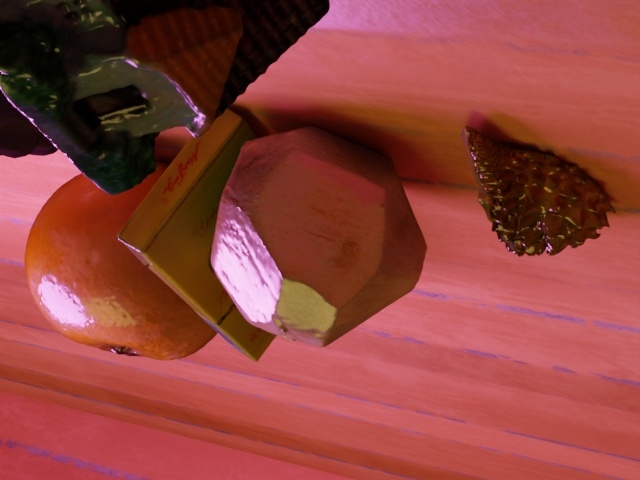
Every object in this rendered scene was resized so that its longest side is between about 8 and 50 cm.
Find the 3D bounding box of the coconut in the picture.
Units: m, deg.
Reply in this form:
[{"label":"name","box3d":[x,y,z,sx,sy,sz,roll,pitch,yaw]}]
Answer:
[{"label":"coconut","box3d":[0.000,0.000,2.093,0.237,0.237,0.197,21,168,3]}]

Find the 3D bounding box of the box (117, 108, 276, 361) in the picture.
[{"label":"box","box3d":[-0.094,-0.001,2.253,0.047,0.187,0.335,33,171,31]}]

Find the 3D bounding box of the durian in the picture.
[{"label":"durian","box3d":[0.198,-0.040,1.956,0.140,0.078,0.224,4,156,46]}]

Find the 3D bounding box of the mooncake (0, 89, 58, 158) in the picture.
[{"label":"mooncake","box3d":[-0.399,-0.195,1.921,0.350,0.212,0.381,5,-176,-44]}]

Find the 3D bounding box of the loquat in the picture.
[{"label":"loquat","box3d":[-0.227,0.028,2.392,0.263,0.263,0.263,20,163,6]}]

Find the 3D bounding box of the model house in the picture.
[{"label":"model house","box3d":[-0.115,-0.200,1.693,0.248,0.230,0.280,-11,155,17]}]
